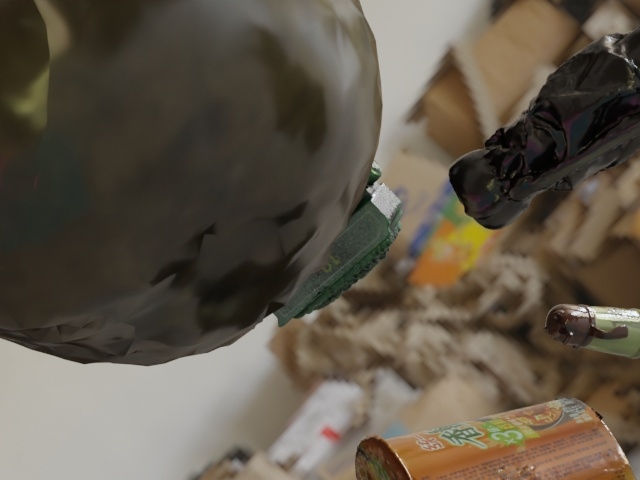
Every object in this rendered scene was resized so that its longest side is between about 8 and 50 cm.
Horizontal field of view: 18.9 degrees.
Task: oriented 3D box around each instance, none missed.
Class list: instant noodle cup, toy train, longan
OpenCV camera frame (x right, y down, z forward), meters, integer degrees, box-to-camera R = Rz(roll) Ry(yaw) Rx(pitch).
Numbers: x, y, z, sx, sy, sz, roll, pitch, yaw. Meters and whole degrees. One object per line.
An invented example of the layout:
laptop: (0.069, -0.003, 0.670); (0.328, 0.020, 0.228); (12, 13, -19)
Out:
instant noodle cup: (0.153, 0.236, 1.567); (0.182, 0.230, 0.230); (-19, -10, -14)
toy train: (0.000, 0.000, 1.677); (0.172, 0.099, 0.070); (-41, 6, 25)
longan: (-0.166, -0.113, 1.386); (0.404, 0.404, 0.436); (-47, -36, 19)

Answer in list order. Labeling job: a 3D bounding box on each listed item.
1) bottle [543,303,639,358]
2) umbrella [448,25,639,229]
bottle: (0.255, 0.080, 1.769); (0.063, 0.101, 0.047); (149, 127, -60)
umbrella: (0.244, -0.109, 1.253); (0.358, 0.106, 0.113); (-34, -41, 16)
